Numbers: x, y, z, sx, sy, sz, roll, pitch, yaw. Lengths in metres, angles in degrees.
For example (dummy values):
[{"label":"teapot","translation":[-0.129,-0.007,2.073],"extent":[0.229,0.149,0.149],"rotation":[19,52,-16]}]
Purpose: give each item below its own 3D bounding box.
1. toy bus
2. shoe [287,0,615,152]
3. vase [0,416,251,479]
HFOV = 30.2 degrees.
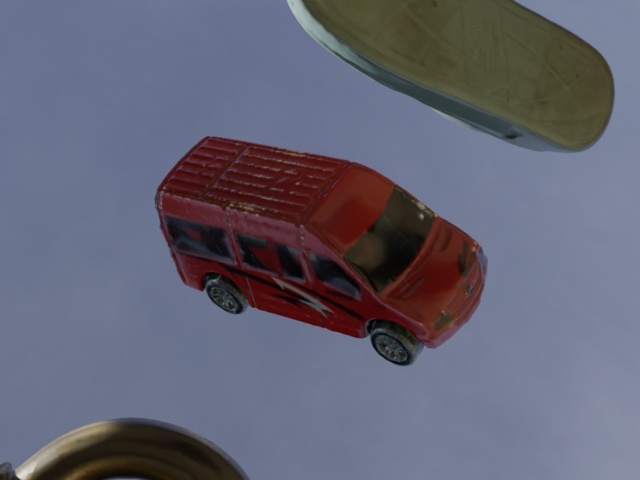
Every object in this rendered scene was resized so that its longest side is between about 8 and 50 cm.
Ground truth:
[{"label":"toy bus","translation":[0.000,0.000,0.694],"extent":[0.195,0.089,0.081],"rotation":[14,-129,34]},{"label":"shoe","translation":[0.055,-0.097,0.589],"extent":[0.195,0.078,0.079],"rotation":[23,-105,-22]},{"label":"vase","translation":[-0.180,0.259,0.804],"extent":[0.329,0.241,0.302],"rotation":[-42,-92,0]}]
